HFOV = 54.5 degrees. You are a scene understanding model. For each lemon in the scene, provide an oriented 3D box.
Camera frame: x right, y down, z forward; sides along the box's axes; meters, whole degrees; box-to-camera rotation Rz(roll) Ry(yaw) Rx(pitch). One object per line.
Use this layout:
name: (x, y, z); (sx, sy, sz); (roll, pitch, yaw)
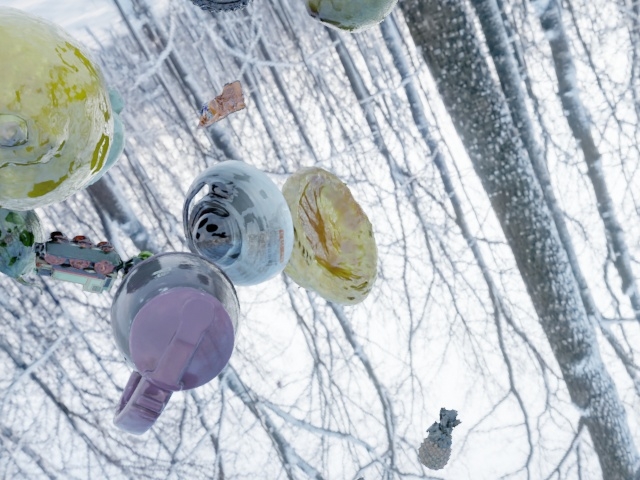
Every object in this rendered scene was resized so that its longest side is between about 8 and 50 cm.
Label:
lemon: (-0.405, -0.167, 0.816); (0.316, 0.285, 0.285); (38, -119, 26)

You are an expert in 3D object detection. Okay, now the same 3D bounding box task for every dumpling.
dumpling: (-0.464, -0.204, 1.215); (0.108, 0.153, 0.219); (25, -86, 42)

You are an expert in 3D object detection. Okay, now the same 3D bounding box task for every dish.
dish: (-0.203, -0.020, 1.271); (0.273, 0.273, 0.134); (-10, -171, 35)

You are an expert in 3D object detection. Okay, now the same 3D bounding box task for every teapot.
teapot: (-0.132, 0.079, 0.520); (0.148, 0.116, 0.146); (-34, -169, -11)

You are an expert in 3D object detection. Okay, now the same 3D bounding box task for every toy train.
toy train: (-0.266, 0.044, 0.855); (0.085, 0.250, 0.053); (-52, -142, 33)

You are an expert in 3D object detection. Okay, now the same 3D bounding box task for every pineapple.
pineapple: (0.260, 0.422, 1.338); (0.074, 0.159, 0.074); (8, -149, -5)

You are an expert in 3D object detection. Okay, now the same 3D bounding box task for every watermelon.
watermelon: (-0.644, -0.023, 1.282); (0.127, 0.204, 0.232); (-40, -111, -11)

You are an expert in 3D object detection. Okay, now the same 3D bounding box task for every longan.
longan: (0.049, -0.378, 0.875); (0.176, 0.155, 0.145); (-50, 160, 8)

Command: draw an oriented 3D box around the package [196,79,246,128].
package: (-0.190, -0.253, 1.166); (0.111, 0.033, 0.077); (-26, -141, 23)

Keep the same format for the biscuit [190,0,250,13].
biscuit: (-0.178, -0.505, 1.109); (0.195, 0.194, 0.053); (-27, -152, -1)

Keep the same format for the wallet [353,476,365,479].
wallet: (-0.053, 0.578, 1.226); (0.321, 0.044, 0.170); (-31, 178, 17)

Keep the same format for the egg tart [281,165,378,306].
egg tart: (0.000, 0.000, 1.599); (0.169, 0.388, 0.388); (-24, -159, 31)
